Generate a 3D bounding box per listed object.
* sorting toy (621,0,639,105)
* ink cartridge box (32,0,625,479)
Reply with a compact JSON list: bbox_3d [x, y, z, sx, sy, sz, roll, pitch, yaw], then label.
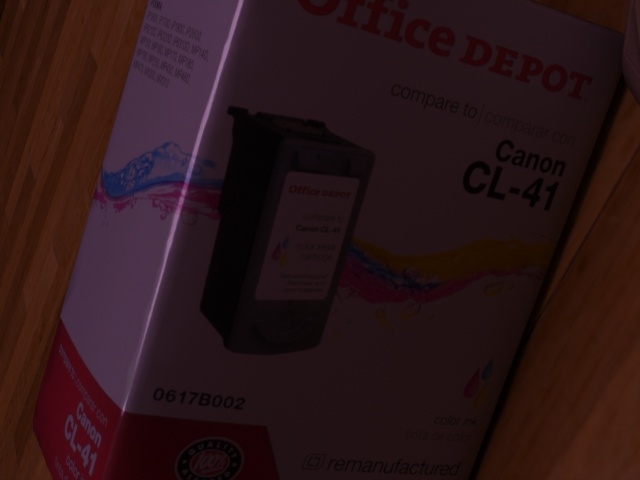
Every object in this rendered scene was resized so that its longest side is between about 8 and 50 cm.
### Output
[{"bbox_3d":[0.138,-0.146,0.398,0.307,0.041,0.229,-76,-17,-65],"label":"sorting toy"},{"bbox_3d":[0.000,0.000,0.537,0.131,0.226,0.306,39,115,57],"label":"ink cartridge box"}]
